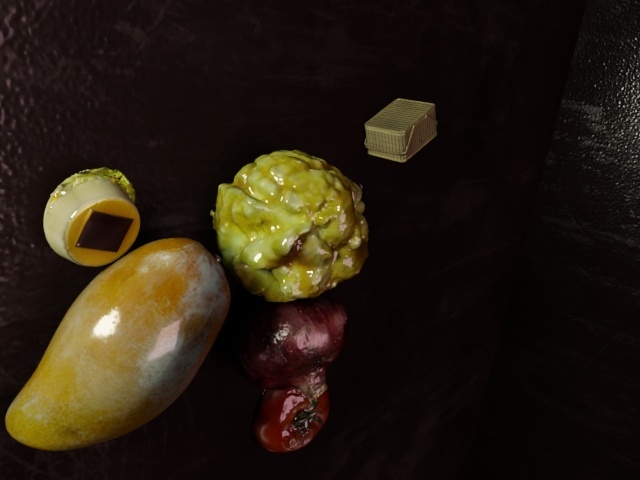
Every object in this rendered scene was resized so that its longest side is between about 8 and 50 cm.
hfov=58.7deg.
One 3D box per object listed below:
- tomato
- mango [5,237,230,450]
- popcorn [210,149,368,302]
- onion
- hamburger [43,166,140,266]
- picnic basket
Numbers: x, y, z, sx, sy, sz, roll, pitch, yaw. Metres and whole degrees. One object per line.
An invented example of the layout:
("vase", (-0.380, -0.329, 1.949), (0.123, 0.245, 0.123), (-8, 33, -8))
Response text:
("tomato", (-0.053, 0.412, 1.364), (0.228, 0.101, 0.227), (-25, 126, -41))
("mango", (-0.287, 0.158, 0.843), (0.384, 0.199, 0.221), (-44, 149, -14))
("popcorn", (-0.055, -0.030, 1.017), (0.282, 0.247, 0.281), (-16, 115, -37))
("onion", (-0.054, 0.214, 1.132), (0.252, 0.219, 0.252), (-26, 168, -6))
("hamburger", (-0.318, -0.034, 0.796), (0.127, 0.081, 0.141), (-11, 127, -49))
("picnic basket", (0.189, -0.260, 1.330), (0.164, 0.115, 0.079), (-42, 135, -34))
